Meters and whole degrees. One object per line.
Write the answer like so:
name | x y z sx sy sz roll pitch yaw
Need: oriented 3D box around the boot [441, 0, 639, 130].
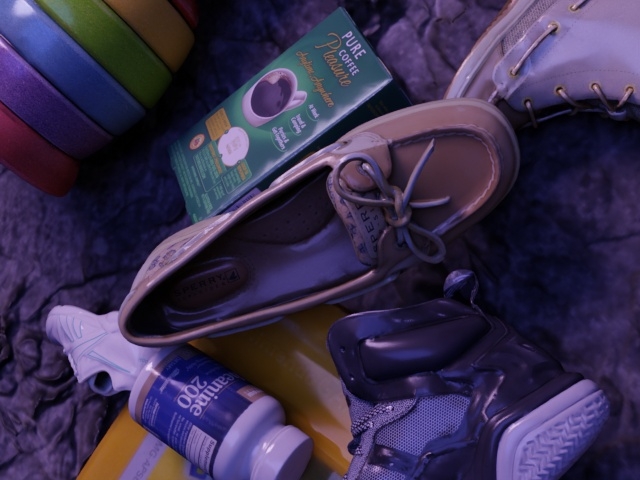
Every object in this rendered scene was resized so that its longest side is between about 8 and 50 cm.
boot | 0.184 -0.095 0.577 0.165 0.077 0.213 35 93 20

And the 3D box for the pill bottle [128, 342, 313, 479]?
pill bottle | -0.067 0.125 0.584 0.120 0.067 0.067 28 91 23

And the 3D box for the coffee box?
coffee box | -0.028 -0.085 0.652 0.184 0.040 0.113 -38 44 10

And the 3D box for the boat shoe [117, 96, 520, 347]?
boat shoe | 0.000 0.000 0.562 0.285 0.089 0.105 -28 99 14

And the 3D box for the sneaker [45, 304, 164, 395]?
sneaker | -0.177 0.086 0.664 0.152 0.053 0.061 -1 68 48

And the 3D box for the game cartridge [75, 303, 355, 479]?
game cartridge | -0.043 0.202 0.618 0.285 0.052 0.324 33 93 23

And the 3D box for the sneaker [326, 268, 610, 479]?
sneaker | 0.033 0.139 0.531 0.268 0.101 0.153 -40 68 1

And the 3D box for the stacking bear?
stacking bear | -0.171 -0.191 0.691 0.289 0.175 0.164 -47 66 -1
